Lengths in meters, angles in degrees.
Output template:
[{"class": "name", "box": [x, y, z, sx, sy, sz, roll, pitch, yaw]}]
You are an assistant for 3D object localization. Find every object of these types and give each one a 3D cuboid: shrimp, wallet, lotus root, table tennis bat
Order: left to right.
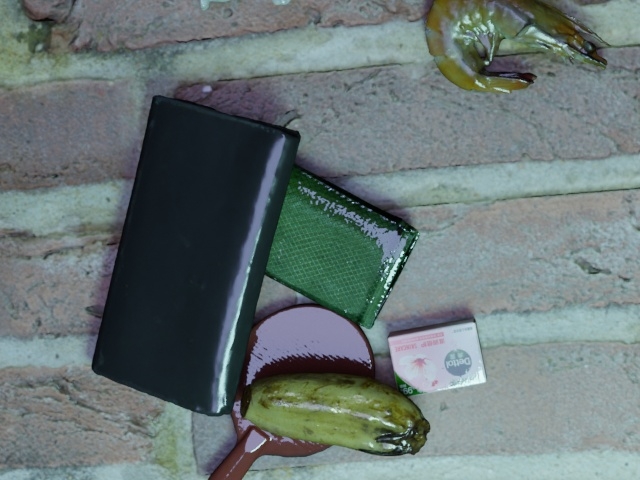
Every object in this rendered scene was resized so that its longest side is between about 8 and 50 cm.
[{"class": "wallet", "box": [-0.176, 0.020, 1.739, 0.228, 0.062, 0.406, 17, 96, 23]}, {"class": "table tennis bat", "box": [-0.053, 0.228, 1.772, 0.200, 0.038, 0.310, 37, 98, 2]}, {"class": "wallet", "box": [0.001, 0.000, 1.738, 0.236, 0.055, 0.160, 28, 100, 11]}, {"class": "lotus root", "box": [0.020, 0.227, 1.704, 0.258, 0.097, 0.110, 11, 126, 2]}, {"class": "shrimp", "box": [0.259, -0.263, 1.682, 0.249, 0.068, 0.150, 14, 109, 10]}]

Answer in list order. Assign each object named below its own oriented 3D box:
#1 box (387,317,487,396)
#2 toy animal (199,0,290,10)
[{"class": "box", "box": [0.160, 0.161, 1.737, 0.125, 0.043, 0.089, -12, 94, 8]}, {"class": "toy animal", "box": [-0.054, -0.402, 1.663, 0.283, 0.138, 0.140, -6, 134, 12]}]
